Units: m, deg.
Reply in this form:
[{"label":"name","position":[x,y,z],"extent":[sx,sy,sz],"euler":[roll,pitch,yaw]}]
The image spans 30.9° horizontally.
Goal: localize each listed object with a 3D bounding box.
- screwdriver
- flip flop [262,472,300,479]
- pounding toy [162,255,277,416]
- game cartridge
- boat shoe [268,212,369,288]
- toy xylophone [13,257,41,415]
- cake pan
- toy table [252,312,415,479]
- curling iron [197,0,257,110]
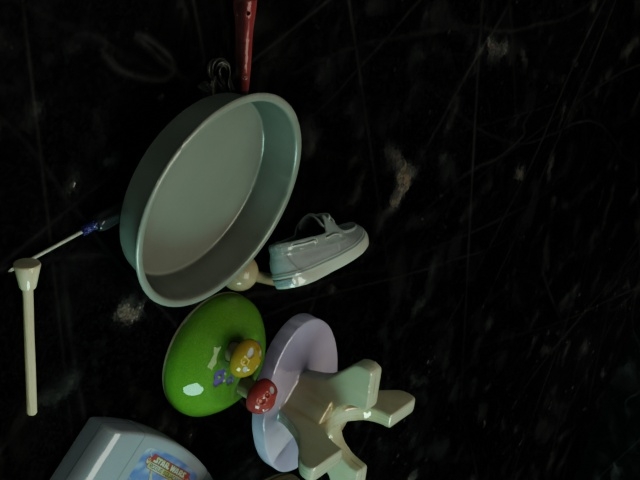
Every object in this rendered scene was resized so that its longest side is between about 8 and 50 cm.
[{"label":"screwdriver","position":[-0.282,-0.002,1.323],"extent":[0.170,0.025,0.024],"euler":[-36,137,-38]},{"label":"flip flop","position":[-0.145,0.385,1.625],"extent":[0.277,0.080,0.112],"euler":[-17,129,-31]},{"label":"pounding toy","position":[-0.102,0.150,1.590],"extent":[0.183,0.110,0.237],"euler":[31,85,-57]},{"label":"game cartridge","position":[-0.254,0.352,1.559],"extent":[0.198,0.062,0.297],"euler":[-55,145,-9]},{"label":"boat shoe","position":[-0.001,0.000,1.663],"extent":[0.227,0.079,0.081],"euler":[-31,110,-56]},{"label":"toy xylophone","position":[-0.401,0.128,1.185],"extent":[0.236,0.081,0.322],"euler":[-15,122,-50]},{"label":"cake pan","position":[-0.136,-0.057,1.427],"extent":[0.293,0.054,0.293],"euler":[-41,149,-31]},{"label":"toy table","position":[0.009,0.264,1.773],"extent":[0.252,0.161,0.274],"euler":[-37,138,-36]},{"label":"curling iron","position":[-0.098,-0.283,1.393],"extent":[0.068,0.035,0.274],"euler":[-14,121,-51]}]
